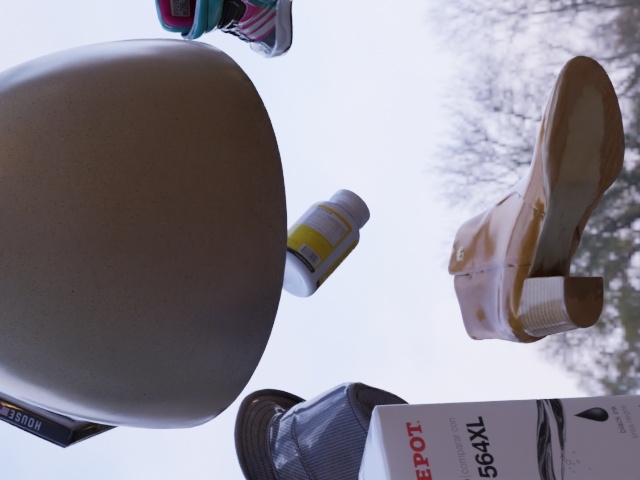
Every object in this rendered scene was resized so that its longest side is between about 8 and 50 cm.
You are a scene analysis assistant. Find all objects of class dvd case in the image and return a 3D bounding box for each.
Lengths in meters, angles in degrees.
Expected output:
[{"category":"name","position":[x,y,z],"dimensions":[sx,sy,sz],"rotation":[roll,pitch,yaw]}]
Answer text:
[{"category":"dvd case","position":[-0.317,0.179,1.287],"dimensions":[0.238,0.179,0.029],"rotation":[2,-72,-77]}]

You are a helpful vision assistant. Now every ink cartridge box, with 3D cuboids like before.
[{"category":"ink cartridge box","position":[0.133,0.174,0.643],"dimensions":[0.148,0.203,0.086],"rotation":[-99,11,-45]}]

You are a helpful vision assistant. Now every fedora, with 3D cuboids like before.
[{"category":"fedora","position":[0.050,0.238,1.138],"dimensions":[0.275,0.124,0.244],"rotation":[48,-161,-10]}]

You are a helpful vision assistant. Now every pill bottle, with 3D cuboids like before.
[{"category":"pill bottle","position":[0.000,0.000,1.793],"dimensions":[0.184,0.103,0.103],"rotation":[-47,-52,-30]}]

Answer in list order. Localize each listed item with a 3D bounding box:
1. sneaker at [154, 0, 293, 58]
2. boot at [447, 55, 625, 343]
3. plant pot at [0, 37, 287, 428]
[{"category":"sneaker","position":[-0.128,-0.310,1.444],"dimensions":[0.295,0.178,0.124],"rotation":[106,151,-73]},{"category":"boot","position":[0.217,-0.037,1.177],"dimensions":[0.104,0.211,0.295],"rotation":[8,-98,-26]},{"category":"plant pot","position":[-0.182,-0.006,0.748],"dimensions":[0.191,0.284,0.284],"rotation":[2,-92,-37]}]
